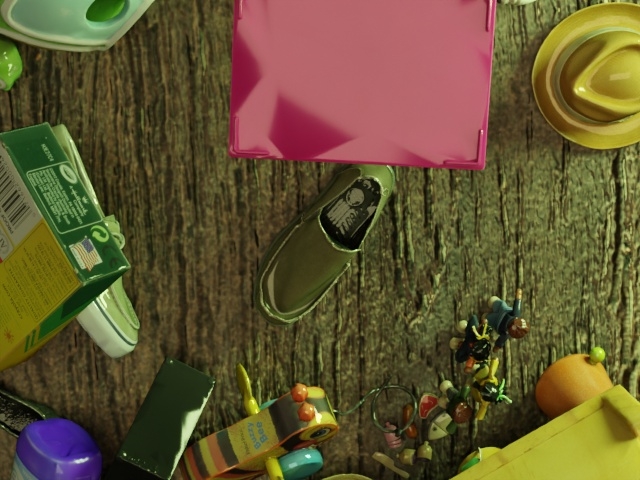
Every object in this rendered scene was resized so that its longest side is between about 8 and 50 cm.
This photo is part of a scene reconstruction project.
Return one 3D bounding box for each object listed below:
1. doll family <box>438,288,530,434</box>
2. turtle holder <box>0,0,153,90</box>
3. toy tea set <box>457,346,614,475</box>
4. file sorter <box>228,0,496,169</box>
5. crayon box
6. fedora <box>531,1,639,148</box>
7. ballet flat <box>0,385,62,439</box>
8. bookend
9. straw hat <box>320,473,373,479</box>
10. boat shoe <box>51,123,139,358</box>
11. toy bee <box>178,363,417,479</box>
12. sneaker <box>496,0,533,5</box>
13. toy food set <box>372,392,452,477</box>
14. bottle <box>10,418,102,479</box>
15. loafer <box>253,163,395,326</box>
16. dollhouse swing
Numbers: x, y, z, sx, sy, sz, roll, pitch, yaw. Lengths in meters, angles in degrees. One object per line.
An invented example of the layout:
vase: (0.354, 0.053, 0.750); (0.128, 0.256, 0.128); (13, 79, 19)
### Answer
doll family: (0.204, 0.149, 1.710); (0.076, 0.111, 0.193); (9, 96, -7)
turtle holder: (-0.320, -0.314, 1.591); (0.227, 0.243, 0.320); (38, 88, -22)
toy tea set: (0.265, 0.277, 1.754); (0.336, 0.124, 0.200); (-32, 126, 2)
file sorter: (0.048, -0.200, 1.629); (0.291, 0.182, 0.202); (3, 100, 1)
crayon box: (-0.377, 0.027, 1.643); (0.318, 0.081, 0.202); (-37, 80, 41)
fedora: (0.358, -0.199, 1.678); (0.194, 0.079, 0.194); (0, 99, 1)
ballet flat: (-0.396, 0.224, 1.763); (0.173, 0.049, 0.057); (31, 97, -9)
bookend: (-0.211, 0.255, 1.746); (0.072, 0.156, 0.157); (27, 54, -3)
straw hat: (0.019, 0.360, 1.775); (0.145, 0.061, 0.144); (-2, 96, -16)
boat shoe: (-0.293, -0.001, 1.703); (0.094, 0.109, 0.302); (-27, 95, 3)
toy bee: (-0.048, 0.223, 1.702); (0.298, 0.162, 0.195); (-42, 66, -8)
sneaker: (0.226, -0.422, 1.652); (0.110, 0.107, 0.275); (-15, 103, -17)
toy food set: (0.123, 0.246, 1.777); (0.078, 0.019, 0.122); (33, 97, -4)
bottle: (-0.350, 0.369, 1.746); (0.092, 0.118, 0.282); (-5, 120, -41)
loafer: (0.000, 0.000, 1.707); (0.094, 0.087, 0.251); (33, 97, -4)
dollhouse swing: (0.282, 0.388, 1.566); (0.347, 0.305, 0.315); (-30, 126, -1)
